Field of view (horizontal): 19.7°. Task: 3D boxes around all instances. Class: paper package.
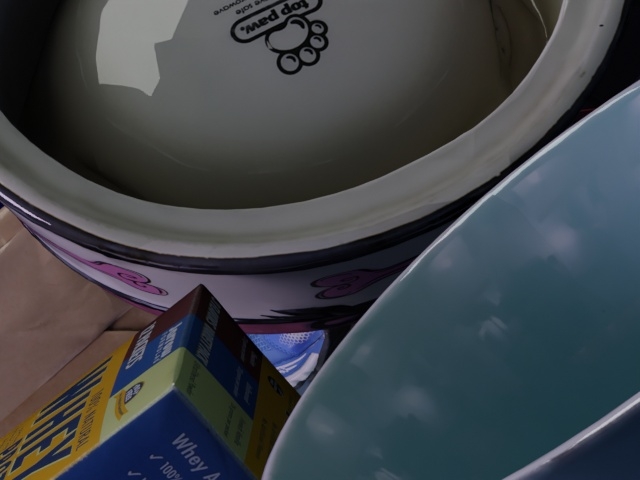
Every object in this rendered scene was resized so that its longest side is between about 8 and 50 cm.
[{"bbox_3d":[-0.245,0.143,1.353,0.309,0.168,0.325,-42,-10,-11],"label":"paper package"}]

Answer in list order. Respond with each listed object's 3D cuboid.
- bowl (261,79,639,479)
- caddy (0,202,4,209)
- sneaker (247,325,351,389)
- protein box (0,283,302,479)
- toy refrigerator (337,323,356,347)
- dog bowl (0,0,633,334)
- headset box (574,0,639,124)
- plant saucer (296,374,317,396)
[{"bbox_3d":[0.144,0.062,0.699,0.311,0.163,0.311,-38,13,10],"label":"bowl"},{"bbox_3d":[-0.326,0.082,1.873,0.341,0.241,0.179,-44,8,-12],"label":"caddy"},{"bbox_3d":[-0.082,0.003,1.315,0.130,0.147,0.330,-55,34,-9],"label":"sneaker"},{"bbox_3d":[-0.076,0.172,0.887,0.201,0.200,0.136,-37,13,12],"label":"protein box"},{"bbox_3d":[0.000,0.000,1.515,0.102,0.094,0.269,-37,12,20],"label":"toy refrigerator"},{"bbox_3d":[-0.027,-0.125,1.064,0.408,0.408,0.150,-45,-25,-20],"label":"dog bowl"},{"bbox_3d":[0.143,-0.134,1.258,0.293,0.218,0.110,-42,12,-6],"label":"headset box"},{"bbox_3d":[-0.043,0.157,1.224,0.195,0.037,0.195,-39,12,10],"label":"plant saucer"}]
